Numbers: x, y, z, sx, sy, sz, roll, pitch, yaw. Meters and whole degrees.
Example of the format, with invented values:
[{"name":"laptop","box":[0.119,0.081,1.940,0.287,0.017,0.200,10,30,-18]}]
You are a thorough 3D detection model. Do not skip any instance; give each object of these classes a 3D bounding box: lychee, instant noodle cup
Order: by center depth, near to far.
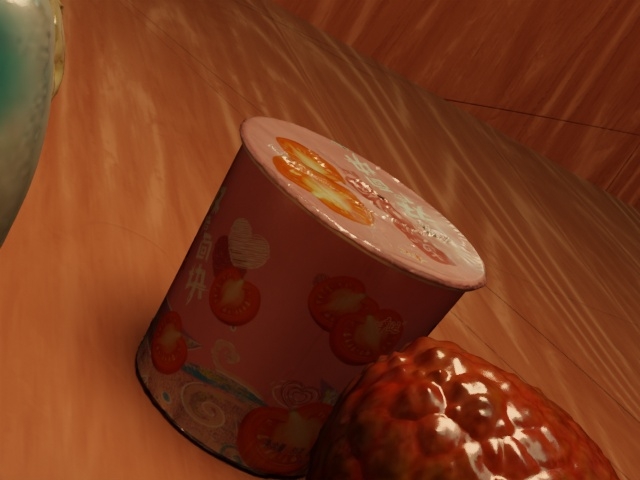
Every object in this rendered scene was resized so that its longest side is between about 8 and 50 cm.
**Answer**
[{"name":"lychee","box":[0.104,0.217,0.877,0.255,0.255,0.300,-104,169,-65]},{"name":"instant noodle cup","box":[-0.022,0.052,1.071,0.243,0.231,0.243,31,17,-11]}]

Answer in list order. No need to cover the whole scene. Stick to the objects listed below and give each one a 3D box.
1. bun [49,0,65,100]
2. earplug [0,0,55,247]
[{"name":"bun","box":[-0.346,-0.248,1.348,0.210,0.116,0.237,-80,147,-61]},{"name":"earplug","box":[-0.248,-0.022,0.714,0.185,0.324,0.185,30,17,-10]}]
